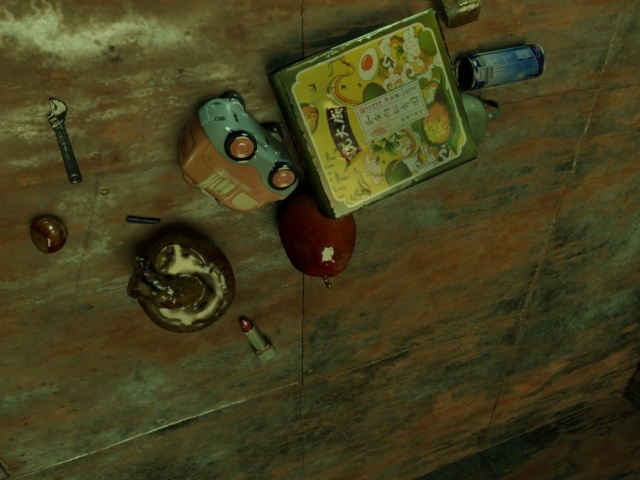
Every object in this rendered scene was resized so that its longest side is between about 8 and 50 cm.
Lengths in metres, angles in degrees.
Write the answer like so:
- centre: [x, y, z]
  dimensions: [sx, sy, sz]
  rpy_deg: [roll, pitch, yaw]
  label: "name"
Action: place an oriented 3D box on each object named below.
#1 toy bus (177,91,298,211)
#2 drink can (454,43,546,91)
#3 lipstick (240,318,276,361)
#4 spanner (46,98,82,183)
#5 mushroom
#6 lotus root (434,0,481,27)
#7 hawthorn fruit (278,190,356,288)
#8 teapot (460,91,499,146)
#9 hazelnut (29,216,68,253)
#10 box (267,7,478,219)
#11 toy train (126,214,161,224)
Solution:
- centre: [-0.203, -0.185, 1.349]
  dimensions: [0.232, 0.194, 0.287]
  rpy_deg: [-40, 133, 16]
  label: "toy bus"
- centre: [0.487, -0.471, 1.547]
  dimensions: [0.235, 0.097, 0.097]
  rpy_deg: [-16, 130, -17]
  label: "drink can"
- centre: [-0.209, 0.306, 1.809]
  dimensions: [0.063, 0.057, 0.186]
  rpy_deg: [-30, 127, -4]
  label: "lipstick"
- centre: [-0.561, -0.214, 1.254]
  dimensions: [0.046, 0.012, 0.209]
  rpy_deg: [-15, 130, -18]
  label: "spanner"
- centre: [-0.367, 0.104, 1.473]
  dimensions: [0.283, 0.195, 0.263]
  rpy_deg: [19, 107, -54]
  label: "mushroom"
- centre: [0.327, -0.575, 1.375]
  dimensions: [0.081, 0.112, 0.122]
  rpy_deg: [-26, 101, 5]
  label: "lotus root"
- centre: [0.000, 0.000, 1.543]
  dimensions: [0.224, 0.261, 0.224]
  rpy_deg: [-7, 159, -3]
  label: "hawthorn fruit"
- centre: [0.365, -0.320, 1.580]
  dimensions: [0.294, 0.129, 0.193]
  rpy_deg: [-27, 132, -9]
  label: "teapot"
- centre: [-0.633, -0.012, 1.331]
  dimensions: [0.086, 0.086, 0.086]
  rpy_deg: [-14, 130, -18]
  label: "hazelnut"
- centre: [0.134, -0.300, 1.373]
  dimensions: [0.420, 0.138, 0.373]
  rpy_deg: [-24, 107, -9]
  label: "box"
- centre: [-0.446, -0.049, 1.436]
  dimensions: [0.083, 0.017, 0.017]
  rpy_deg: [5, 124, -30]
  label: "toy train"
